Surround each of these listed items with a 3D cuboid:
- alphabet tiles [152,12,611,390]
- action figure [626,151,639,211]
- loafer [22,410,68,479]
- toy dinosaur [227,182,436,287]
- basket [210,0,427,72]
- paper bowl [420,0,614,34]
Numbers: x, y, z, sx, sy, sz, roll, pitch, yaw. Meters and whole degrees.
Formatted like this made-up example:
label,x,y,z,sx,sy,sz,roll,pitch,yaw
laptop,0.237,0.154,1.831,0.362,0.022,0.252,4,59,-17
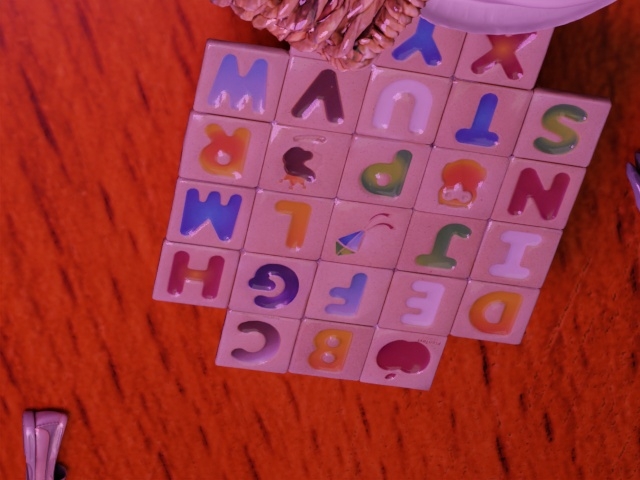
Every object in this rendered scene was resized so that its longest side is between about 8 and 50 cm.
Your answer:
label,x,y,z,sx,sy,sz,roll,pitch,yaw
alphabet tiles,0.038,-0.027,1.255,0.285,0.011,0.342,8,128,-11
action figure,0.403,-0.018,1.255,0.370,0.276,0.248,-13,153,40
loafer,-0.235,0.198,1.517,0.039,0.045,0.125,-5,127,-11
toy dinosaur,0.000,0.000,1.334,0.160,0.121,0.313,21,121,-5
basket,-0.002,-0.280,0.928,0.223,0.213,0.299,24,116,-25
paper bowl,0.135,-0.255,1.052,0.284,0.148,0.284,-13,130,-16
